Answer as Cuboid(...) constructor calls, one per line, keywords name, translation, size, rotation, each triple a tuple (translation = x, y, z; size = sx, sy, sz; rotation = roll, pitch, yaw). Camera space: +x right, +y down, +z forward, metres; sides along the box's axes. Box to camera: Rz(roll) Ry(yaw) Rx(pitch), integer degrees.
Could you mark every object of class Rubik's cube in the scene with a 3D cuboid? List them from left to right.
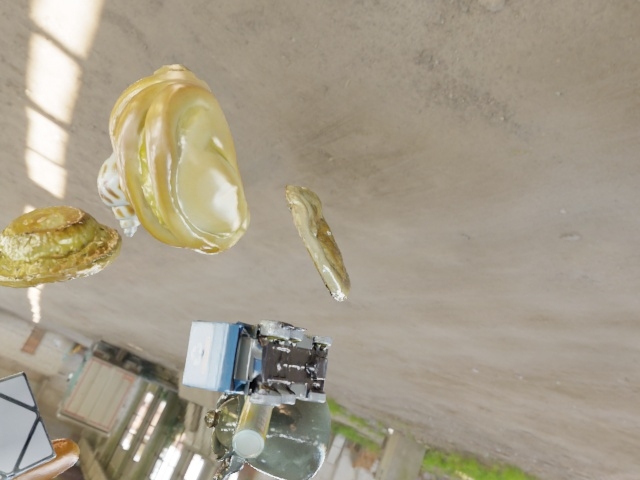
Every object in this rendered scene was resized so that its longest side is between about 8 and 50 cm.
Cuboid(name="Rubik's cube", translation=(-0.723, 0.423, 1.229), size=(0.205, 0.205, 0.207), rotation=(-29, 170, 32))

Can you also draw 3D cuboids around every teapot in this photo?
Cuboid(name="teapot", translation=(-0.156, 0.485, 1.419), size=(0.285, 0.305, 0.223), rotation=(19, -172, -21))

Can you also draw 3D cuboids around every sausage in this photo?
Cuboid(name="sausage", translation=(-0.727, 0.573, 1.480), size=(0.238, 0.098, 0.098), rotation=(-16, -170, -41))

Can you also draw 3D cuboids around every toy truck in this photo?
Cuboid(name="toy truck", translation=(-0.105, 0.227, 1.109), size=(0.175, 0.146, 0.367), rotation=(3, 166, 24))

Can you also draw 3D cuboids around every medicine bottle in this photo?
Cuboid(name="medicine bottle", translation=(-0.134, 0.364, 1.210), size=(0.074, 0.074, 0.218), rotation=(24, -170, -3))

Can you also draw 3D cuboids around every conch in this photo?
Cuboid(name="conch", translation=(-0.527, -0.150, 1.636), size=(0.182, 0.149, 0.275), rotation=(7, 126, -4))

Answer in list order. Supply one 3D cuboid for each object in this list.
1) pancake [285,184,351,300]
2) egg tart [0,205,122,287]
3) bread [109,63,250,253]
Cuboid(name="pancake", translation=(0.000, 0.001, 1.715), size=(0.082, 0.387, 0.387), rotation=(-25, 146, 7))
Cuboid(name="egg tart", translation=(-0.866, 0.003, 1.881), size=(0.443, 0.443, 0.178), rotation=(11, 117, 29))
Cuboid(name="bread", translation=(-0.246, -0.119, 1.013), size=(0.270, 0.211, 0.316), rotation=(-122, 15, -53))
